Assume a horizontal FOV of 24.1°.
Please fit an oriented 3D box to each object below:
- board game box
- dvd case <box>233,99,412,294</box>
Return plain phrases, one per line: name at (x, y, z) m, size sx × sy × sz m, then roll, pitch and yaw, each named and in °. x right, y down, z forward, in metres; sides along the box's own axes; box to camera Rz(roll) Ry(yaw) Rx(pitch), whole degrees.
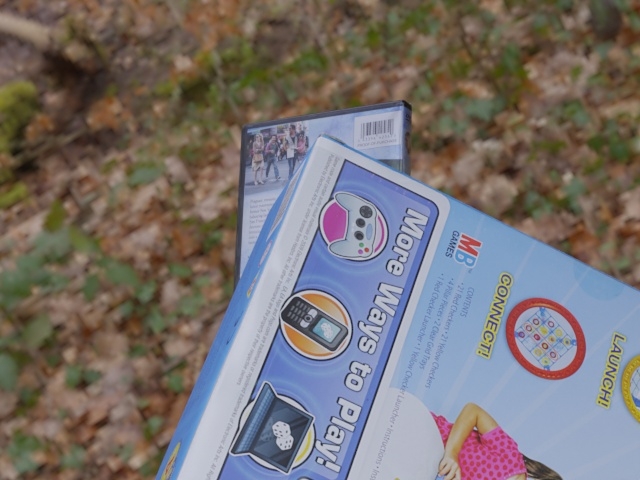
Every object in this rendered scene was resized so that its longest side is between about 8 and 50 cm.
board game box at (0.073, 0.149, 0.690) m, size 0.086 × 0.302 × 0.308 m, roll -53°, pitch 13°, yaw 57°
dvd case at (0.000, 0.000, 1.404) m, size 0.180 × 0.022 × 0.253 m, roll -6°, pitch 74°, yaw 29°
